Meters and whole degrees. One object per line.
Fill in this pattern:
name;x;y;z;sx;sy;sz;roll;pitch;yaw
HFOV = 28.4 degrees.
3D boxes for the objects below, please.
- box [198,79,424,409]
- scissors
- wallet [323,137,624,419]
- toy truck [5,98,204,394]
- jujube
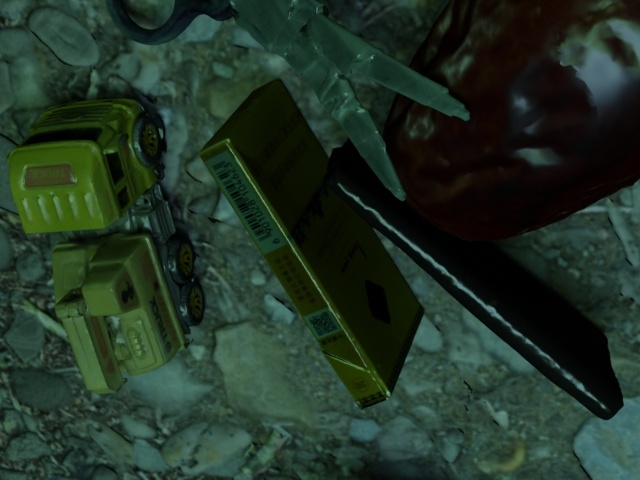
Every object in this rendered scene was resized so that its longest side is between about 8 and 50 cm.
box;0.000;-0.001;1.155;0.041;0.153;0.279;-24;108;25
scissors;-0.028;-0.191;1.042;0.383;0.029;0.256;45;123;24
wallet;0.133;0.029;1.123;0.321;0.170;0.044;38;107;-5
toy truck;-0.210;0.012;1.220;0.124;0.157;0.272;-3;116;18
jujube;0.189;-0.133;1.013;0.223;0.223;0.318;41;127;-7
